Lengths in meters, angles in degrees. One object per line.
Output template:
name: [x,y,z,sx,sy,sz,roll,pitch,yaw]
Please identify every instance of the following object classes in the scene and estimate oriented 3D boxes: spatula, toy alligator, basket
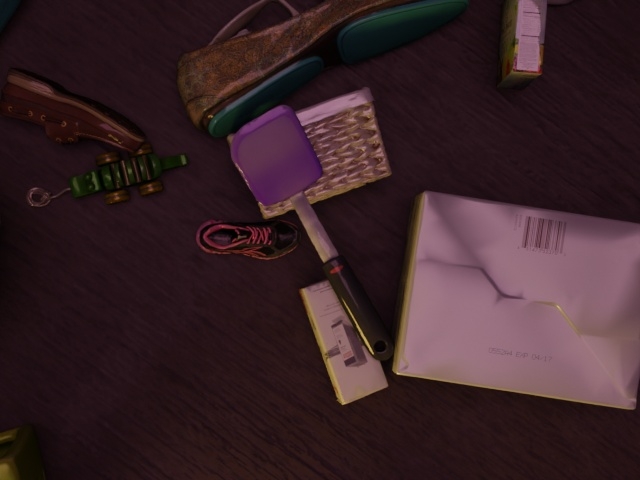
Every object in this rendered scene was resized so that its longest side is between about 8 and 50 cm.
spatula: [0.000,0.000,1.830,0.084,0.030,0.296,-29,92,2]
toy alligator: [-0.242,-0.069,1.915,0.189,0.051,0.056,-14,88,-3]
basket: [-0.010,-0.096,1.897,0.167,0.113,0.103,-19,93,-2]

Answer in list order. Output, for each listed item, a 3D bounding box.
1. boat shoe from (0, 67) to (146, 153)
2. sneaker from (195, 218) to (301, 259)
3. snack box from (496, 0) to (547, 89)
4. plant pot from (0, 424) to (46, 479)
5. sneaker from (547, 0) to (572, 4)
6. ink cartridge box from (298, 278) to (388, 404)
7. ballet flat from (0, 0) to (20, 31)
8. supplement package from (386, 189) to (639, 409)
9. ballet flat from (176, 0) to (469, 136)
boat shoe: [-0.280,-0.134,1.910,0.178,0.064,0.060,25,98,10]
sneaker: [-0.081,-0.003,1.917,0.119,0.057,0.047,-2,86,-4]
snack box: [0.224,-0.227,1.895,0.037,0.141,0.100,6,88,-2]
plant pot: [-0.391,0.340,1.814,0.228,0.227,0.207,-17,95,-3]
sneaker: [0.187,-0.337,1.914,0.275,0.110,0.107,7,88,-1]
ink cartridge box: [0.025,0.108,1.896,0.056,0.099,0.135,-19,90,-4]
ballet flat: [-0.402,-0.223,1.912,0.074,0.074,0.203,29,93,-1]
supplement package: [0.220,0.064,1.882,0.262,0.145,0.204,9,88,-3]
ballet flat: [-0.004,-0.239,1.906,0.348,0.123,0.123,-27,89,-3]
